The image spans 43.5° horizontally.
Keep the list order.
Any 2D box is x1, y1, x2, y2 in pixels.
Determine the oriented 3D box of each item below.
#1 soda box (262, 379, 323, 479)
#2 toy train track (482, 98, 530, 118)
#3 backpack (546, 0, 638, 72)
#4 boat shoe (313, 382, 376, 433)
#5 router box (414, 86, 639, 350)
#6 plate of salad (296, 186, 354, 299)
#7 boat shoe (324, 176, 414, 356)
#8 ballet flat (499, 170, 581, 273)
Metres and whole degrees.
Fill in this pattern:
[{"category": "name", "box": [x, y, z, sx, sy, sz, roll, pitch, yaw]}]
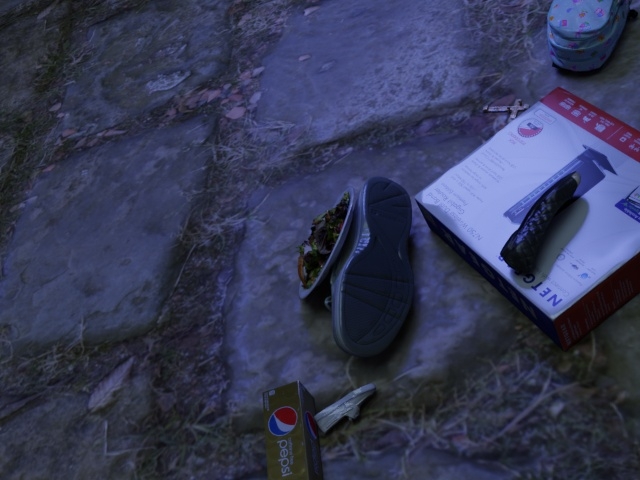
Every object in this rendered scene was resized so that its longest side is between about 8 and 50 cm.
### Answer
[{"category": "soda box", "box": [-0.038, 0.292, 1.125, 0.061, 0.058, 0.181, -21, 45, 13]}, {"category": "toy train track", "box": [0.325, -0.235, 1.408, 0.083, 0.014, 0.048, 3, 54, 33]}, {"category": "backpack", "box": [0.454, -0.381, 1.389, 0.152, 0.115, 0.182, 7, 59, 31]}, {"category": "boat shoe", "box": [0.040, 0.242, 1.146, 0.100, 0.035, 0.035, -31, 71, -3]}, {"category": "router box", "box": [0.355, -0.048, 1.177, 0.301, 0.082, 0.335, -38, 44, -4]}, {"category": "plate of salad", "box": [0.000, 0.000, 1.290, 0.199, 0.048, 0.200, -62, 9, 18]}, {"category": "boat shoe", "box": [0.074, 0.046, 1.253, 0.103, 0.118, 0.320, 127, 157, -51]}, {"category": "ballet flat", "box": [0.308, -0.026, 1.101, 0.049, 0.057, 0.173, 39, 75, 3]}]
